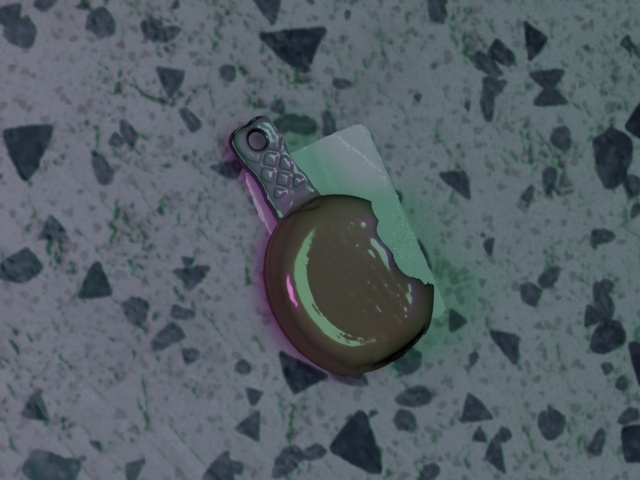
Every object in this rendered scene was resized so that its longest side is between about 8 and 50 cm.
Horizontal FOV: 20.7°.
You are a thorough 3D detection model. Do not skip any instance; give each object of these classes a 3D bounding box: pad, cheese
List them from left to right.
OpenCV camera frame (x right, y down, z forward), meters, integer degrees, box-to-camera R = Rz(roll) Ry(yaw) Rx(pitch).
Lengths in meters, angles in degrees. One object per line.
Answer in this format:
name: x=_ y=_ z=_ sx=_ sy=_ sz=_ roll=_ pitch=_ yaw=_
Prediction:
cheese: x=0.000 y=0.000 z=1.800 sx=0.163 sy=0.082 sz=0.286 roll=-30 pitch=94 yaw=-22
pad: x=0.028 y=0.005 z=1.856 sx=0.156 sy=0.004 sz=0.232 roll=-25 pitch=93 yaw=-22
